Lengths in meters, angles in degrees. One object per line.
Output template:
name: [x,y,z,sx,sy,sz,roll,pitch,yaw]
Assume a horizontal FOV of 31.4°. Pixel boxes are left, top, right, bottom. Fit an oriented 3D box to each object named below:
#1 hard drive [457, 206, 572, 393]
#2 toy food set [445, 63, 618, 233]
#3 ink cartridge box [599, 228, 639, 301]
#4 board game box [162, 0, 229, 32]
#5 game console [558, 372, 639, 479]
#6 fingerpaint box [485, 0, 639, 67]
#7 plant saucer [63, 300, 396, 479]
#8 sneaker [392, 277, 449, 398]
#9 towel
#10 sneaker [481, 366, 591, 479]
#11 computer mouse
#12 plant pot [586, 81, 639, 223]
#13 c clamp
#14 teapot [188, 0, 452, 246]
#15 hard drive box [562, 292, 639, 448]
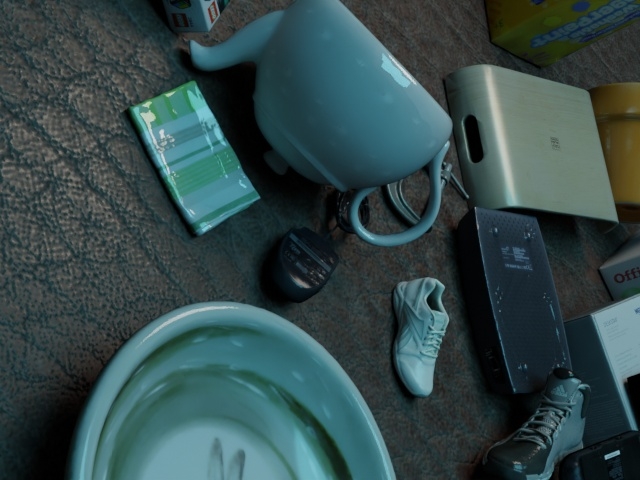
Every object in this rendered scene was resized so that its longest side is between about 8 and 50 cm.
hard drive: [0.264,0.087,1.558,0.172,0.054,0.255,6,68,-47]
toy food set: [0.319,-0.128,1.714,0.306,0.092,0.220,6,69,-39]
ink cartridge box: [0.622,0.100,1.847,0.197,0.198,0.270,-32,96,-50]
board game box: [-0.140,-0.404,1.222,0.193,0.053,0.305,-66,153,-42]
game console: [0.430,0.290,1.529,0.361,0.044,0.213,-7,78,-44]
fingerpaint box: [0.456,-0.536,1.768,0.163,0.444,0.371,15,62,-43]
plant saucer: [-0.085,0.259,1.040,0.400,0.100,0.401,25,54,-40]
sneaker: [0.123,0.114,1.380,0.053,0.061,0.152,21,58,-44]
towel: [-0.132,-0.090,1.215,0.113,0.023,0.152,-35,99,-51]
sneaker: [0.281,0.227,1.450,0.228,0.086,0.132,-5,111,-58]
computer mouse: [0.000,0.000,1.319,0.071,0.041,0.242,43,37,-2]
plant pot: [0.511,-0.133,1.853,0.205,0.205,0.188,20,74,-42]
c clamp: [0.143,-0.068,1.519,0.137,0.022,0.161,53,41,-17]
teapot: [0.016,-0.142,1.289,0.256,0.187,0.252,50,9,31]
hard drive box: [0.440,0.211,1.671,0.181,0.089,0.232,-11,81,-50]
